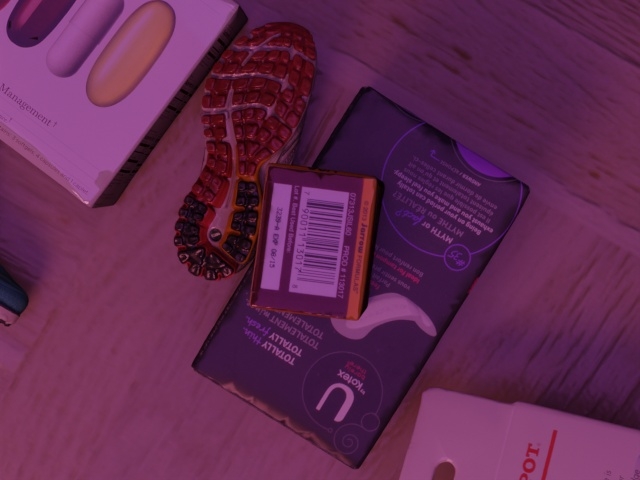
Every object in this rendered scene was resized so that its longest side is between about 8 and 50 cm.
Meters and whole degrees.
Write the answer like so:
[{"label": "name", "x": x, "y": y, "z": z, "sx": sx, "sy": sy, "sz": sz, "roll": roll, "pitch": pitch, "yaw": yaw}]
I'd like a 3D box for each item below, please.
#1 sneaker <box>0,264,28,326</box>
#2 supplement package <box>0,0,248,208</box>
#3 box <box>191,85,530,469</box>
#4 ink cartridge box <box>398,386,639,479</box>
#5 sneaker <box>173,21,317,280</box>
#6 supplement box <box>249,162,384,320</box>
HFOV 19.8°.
[{"label": "sneaker", "x": -0.328, "y": -0.050, "z": 1.543, "sx": 0.110, "sy": 0.107, "sz": 0.275, "roll": -35, "pitch": 92, "yaw": -8}, {"label": "supplement package", "x": -0.197, "y": -0.164, "z": 1.513, "sx": 0.194, "sy": 0.149, "sz": 0.203, "roll": 36, "pitch": 92, "yaw": -1}, {"label": "box", "x": 0.034, "y": 0.029, "z": 1.523, "sx": 0.165, "sy": 0.143, "sz": 0.270, "roll": 32, "pitch": 91, "yaw": 1}, {"label": "ink cartridge box", "x": 0.232, "y": 0.263, "z": 1.498, "sx": 0.353, "sy": 0.119, "sz": 0.207, "roll": 14, "pitch": 68, "yaw": 10}, {"label": "sneaker", "x": -0.062, "y": -0.077, "z": 1.547, "sx": 0.088, "sy": 0.093, "sz": 0.225, "roll": 22, "pitch": 94, "yaw": 11}, {"label": "supplement box", "x": 0.000, "y": 0.000, "z": 1.357, "sx": 0.080, "sy": 0.188, "sz": 0.104, "roll": 8, "pitch": 91, "yaw": 3}]
